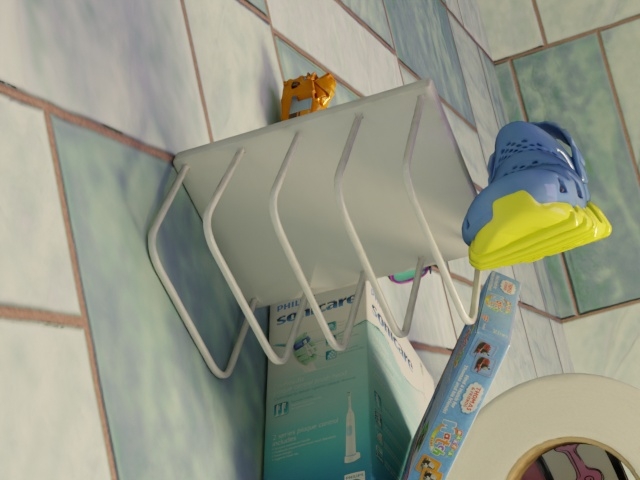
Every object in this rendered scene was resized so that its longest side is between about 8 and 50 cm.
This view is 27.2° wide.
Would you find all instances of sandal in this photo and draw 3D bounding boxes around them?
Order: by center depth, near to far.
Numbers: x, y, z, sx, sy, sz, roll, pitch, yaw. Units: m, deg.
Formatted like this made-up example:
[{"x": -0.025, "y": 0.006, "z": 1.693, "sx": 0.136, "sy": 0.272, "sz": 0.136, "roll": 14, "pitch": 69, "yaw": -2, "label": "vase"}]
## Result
[{"x": 0.195, "y": -0.049, "z": 1.257, "sx": 0.317, "sy": 0.126, "sz": 0.138, "roll": -3, "pitch": 77, "yaw": -76, "label": "sandal"}]

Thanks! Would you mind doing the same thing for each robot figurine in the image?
[{"x": 0.009, "y": -0.060, "z": 1.661, "sx": 0.211, "sy": 0.085, "sz": 0.291, "roll": 50, "pitch": 29, "yaw": -51, "label": "robot figurine"}]

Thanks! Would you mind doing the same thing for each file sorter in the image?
[{"x": 0.000, "y": 0.000, "z": 1.267, "sx": 0.173, "sy": 0.278, "sz": 0.193, "roll": -71, "pitch": 141, "yaw": -55, "label": "file sorter"}]

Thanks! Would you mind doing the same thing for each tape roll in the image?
[{"x": 0.356, "y": 0.376, "z": 1.826, "sx": 0.072, "sy": 0.392, "sz": 0.392, "roll": 30, "pitch": 46, "yaw": -66, "label": "tape roll"}]

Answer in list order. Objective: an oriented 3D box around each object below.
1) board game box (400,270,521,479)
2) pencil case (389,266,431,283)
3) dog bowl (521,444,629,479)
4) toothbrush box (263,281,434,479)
[{"x": 0.134, "y": 0.152, "z": 1.295, "sx": 0.160, "sy": 0.039, "sz": 0.211, "roll": -58, "pitch": 170, "yaw": -67, "label": "board game box"}, {"x": 0.129, "y": -0.011, "z": 2.022, "sx": 0.070, "sy": 0.064, "sz": 0.151, "roll": 93, "pitch": -7, "yaw": -56, "label": "pencil case"}, {"x": 0.383, "y": 0.487, "z": 2.030, "sx": 0.408, "sy": 0.150, "sz": 0.408, "roll": 170, "pitch": -90, "yaw": -86, "label": "dog bowl"}, {"x": 0.039, "y": 0.221, "z": 1.425, "sx": 0.295, "sy": 0.126, "sz": 0.216, "roll": -89, "pitch": 155, "yaw": -42, "label": "toothbrush box"}]
